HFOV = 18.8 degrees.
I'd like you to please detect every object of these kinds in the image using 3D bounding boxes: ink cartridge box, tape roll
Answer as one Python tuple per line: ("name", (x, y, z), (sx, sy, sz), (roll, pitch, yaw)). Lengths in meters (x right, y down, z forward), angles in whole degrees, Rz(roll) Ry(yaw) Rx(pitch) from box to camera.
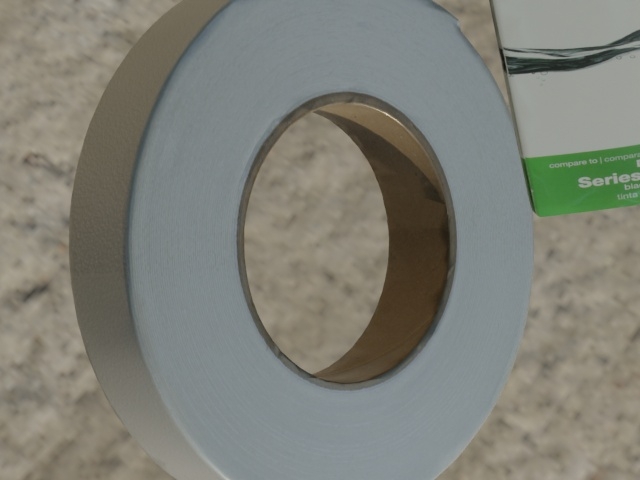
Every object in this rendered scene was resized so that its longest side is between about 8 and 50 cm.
("ink cartridge box", (0.135, -0.139, 1.008), (0.087, 0.153, 0.208), (-7, 139, 11))
("tape roll", (0.000, 0.000, 1.364), (0.392, 0.072, 0.392), (0, 90, -41))
